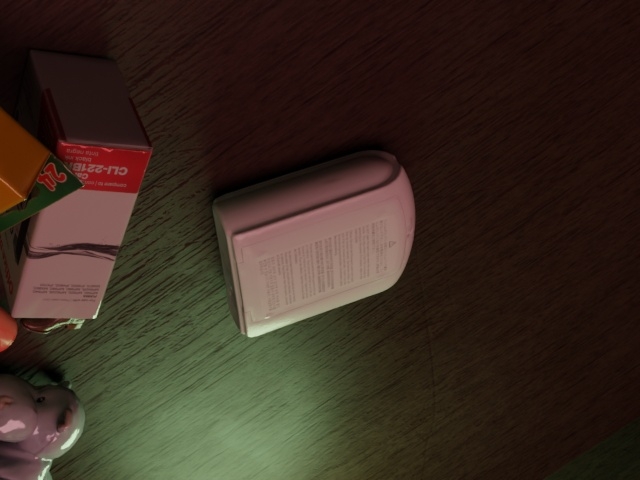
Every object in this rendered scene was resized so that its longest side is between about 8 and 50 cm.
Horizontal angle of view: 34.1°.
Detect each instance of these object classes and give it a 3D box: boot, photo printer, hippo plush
[{"bbox_3d":[-0.372,0.084,1.516,0.106,0.037,0.114,-3,137,-45],"label":"boot"},{"bbox_3d":[0.000,0.000,1.594,0.308,0.107,0.256,-19,138,-13],"label":"photo printer"},{"bbox_3d":[-0.453,0.335,1.571,0.294,0.234,0.236,26,105,-23],"label":"hippo plush"}]

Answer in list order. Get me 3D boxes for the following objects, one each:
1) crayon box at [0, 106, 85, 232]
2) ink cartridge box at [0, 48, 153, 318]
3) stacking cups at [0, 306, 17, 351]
[{"bbox_3d":[-0.428,-0.103,1.076,0.202,0.081,0.318,-24,126,35],"label":"crayon box"},{"bbox_3d":[-0.315,-0.064,1.280,0.114,0.197,0.273,2,129,-30],"label":"ink cartridge box"},{"bbox_3d":[-0.515,0.062,1.367,0.096,0.096,0.316,-31,139,1],"label":"stacking cups"}]
